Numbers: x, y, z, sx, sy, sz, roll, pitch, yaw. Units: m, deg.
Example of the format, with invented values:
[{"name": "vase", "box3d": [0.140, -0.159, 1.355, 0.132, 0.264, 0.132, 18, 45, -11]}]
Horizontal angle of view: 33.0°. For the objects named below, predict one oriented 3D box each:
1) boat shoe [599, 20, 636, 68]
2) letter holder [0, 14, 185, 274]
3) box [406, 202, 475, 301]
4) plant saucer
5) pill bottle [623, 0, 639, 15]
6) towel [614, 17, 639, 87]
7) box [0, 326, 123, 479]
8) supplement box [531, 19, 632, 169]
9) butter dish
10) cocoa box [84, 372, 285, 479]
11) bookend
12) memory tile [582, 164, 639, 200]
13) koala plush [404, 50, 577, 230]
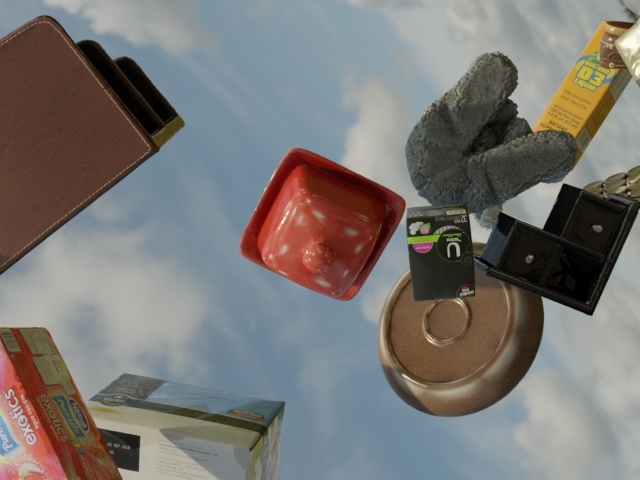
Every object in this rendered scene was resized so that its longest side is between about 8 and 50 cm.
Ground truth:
[{"name": "boat shoe", "box3d": [0.521, -0.281, 1.614, 0.073, 0.207, 0.073, -68, -16, -66]}, {"name": "letter holder", "box3d": [-0.360, -0.123, 1.330, 0.214, 0.302, 0.152, 51, -164, -10]}, {"name": "box", "box3d": [0.116, 0.011, 1.044, 0.052, 0.062, 0.083, -67, -28, -74]}, {"name": "plant saucer", "box3d": [0.220, 0.139, 1.812, 0.050, 0.310, 0.311, 36, -150, -49]}, {"name": "pill bottle", "box3d": [0.573, -0.419, 1.731, 0.264, 0.146, 0.146, 0, -121, -49]}, {"name": "towel", "box3d": [0.557, -0.233, 1.344, 0.056, 0.312, 0.324, -1, -124, -41]}, {"name": "box", "box3d": [-0.471, 0.300, 1.746, 0.300, 0.142, 0.154, 59, -165, 13]}, {"name": "supplement box", "box3d": [0.428, -0.232, 1.735, 0.078, 0.233, 0.080, 32, 178, 28]}, {"name": "butter dish", "box3d": [0.000, 0.000, 1.241, 0.160, 0.160, 0.118, 26, -159, -9]}, {"name": "cocoa box", "box3d": [-0.262, 0.410, 2.009, 0.228, 0.347, 0.232, -42, -42, -71]}, {"name": "bookend", "box3d": [0.293, -0.009, 1.352, 0.156, 0.157, 0.072, 22, -174, -15]}, {"name": "memory tile", "box3d": [0.450, -0.075, 1.641, 0.012, 0.113, 0.148, 64, -159, -13]}, {"name": "koala plush", "box3d": [0.205, -0.110, 1.476, 0.196, 0.203, 0.221, 54, 175, 7]}]
